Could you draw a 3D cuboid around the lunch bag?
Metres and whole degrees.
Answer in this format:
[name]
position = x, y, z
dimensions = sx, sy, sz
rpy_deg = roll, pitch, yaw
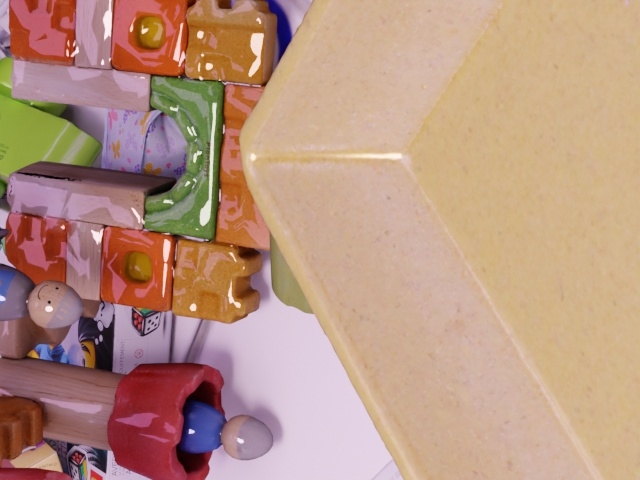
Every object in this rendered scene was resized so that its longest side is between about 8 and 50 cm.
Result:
[lunch bag]
position = -0.121, -0.074, 1.101
dimensions = 0.071, 0.053, 0.083
rpy_deg = 39, 132, 48

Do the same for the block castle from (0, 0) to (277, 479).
[block castle]
position = -0.146, -0.038, 0.911
dimensions = 0.213, 0.303, 0.453
rpy_deg = 8, 103, 18

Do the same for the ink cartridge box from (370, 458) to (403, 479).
[ink cartridge box]
position = 0.131, 0.167, 0.738
dimensions = 0.154, 0.093, 0.212
rpy_deg = -50, 55, 42

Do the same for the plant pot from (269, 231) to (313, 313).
[plant pot]
position = 0.000, 0.000, 0.927
dimensions = 0.083, 0.083, 0.079
rpy_deg = 49, 141, 41

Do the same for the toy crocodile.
[toy crocodile]
position = -0.291, -0.086, 1.290
dimensions = 0.341, 0.105, 0.115
rpy_deg = 15, 70, 45

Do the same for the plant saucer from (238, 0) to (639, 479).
[plant saucer]
position = 0.122, -0.017, 0.579
dimensions = 0.332, 0.081, 0.332
rpy_deg = 61, 141, 26

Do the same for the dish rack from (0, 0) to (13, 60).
[dish rack]
position = -0.271, -0.258, 1.177
dimensions = 0.285, 0.072, 0.333
rpy_deg = 50, 153, -23

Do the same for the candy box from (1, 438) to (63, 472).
[candy box]
position = -0.232, 0.219, 1.210
dimensions = 0.109, 0.053, 0.186
rpy_deg = 33, 144, 44

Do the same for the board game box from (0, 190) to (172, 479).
[board game box]
position = -0.218, 0.077, 1.241
dimensions = 0.305, 0.053, 0.192
rpy_deg = 19, 108, 52
